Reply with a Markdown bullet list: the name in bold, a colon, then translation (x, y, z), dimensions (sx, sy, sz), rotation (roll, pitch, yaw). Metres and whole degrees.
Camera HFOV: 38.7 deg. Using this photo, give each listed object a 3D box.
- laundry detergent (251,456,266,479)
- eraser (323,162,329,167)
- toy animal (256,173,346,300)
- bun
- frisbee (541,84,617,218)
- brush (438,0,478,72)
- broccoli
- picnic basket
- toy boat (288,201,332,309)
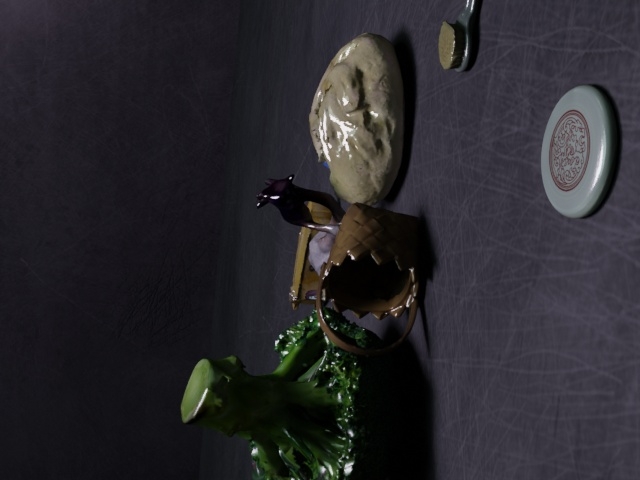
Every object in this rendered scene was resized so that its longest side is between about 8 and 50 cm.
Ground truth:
- **laundry detergent**: translation (-0.122, 0.484, 2.045), dimensions (0.137, 0.063, 0.210), rotation (-178, 90, -71)
- **eraser**: translation (0.026, -0.165, 1.555), dimensions (0.063, 0.027, 0.084), rotation (-133, 46, -74)
- **toy animal**: translation (0.022, 0.014, 1.360), dimensions (0.090, 0.195, 0.324), rotation (-56, -34, -23)
- **bun**: translation (0.044, -0.166, 1.271), dimensions (0.210, 0.116, 0.237), rotation (-172, 85, -78)
- **frisbee**: translation (0.209, -0.072, 0.746), dimensions (0.110, 0.014, 0.110), rotation (-178, 90, -77)
- **brush**: translation (0.164, -0.306, 0.956), dimensions (0.062, 0.027, 0.266), rotation (-111, 26, -59)
- **broccoli**: translation (-0.032, 0.215, 1.178), dimensions (0.297, 0.297, 0.297), rotation (-46, 31, 39)
- **picnic basket**: translation (0.060, 0.057, 1.129), dimensions (0.137, 0.128, 0.178), rotation (105, 179, -55)
- **toy boat**: translation (-0.013, 0.023, 1.615), dimensions (0.088, 0.068, 0.225), rotation (-100, 16, -63)
